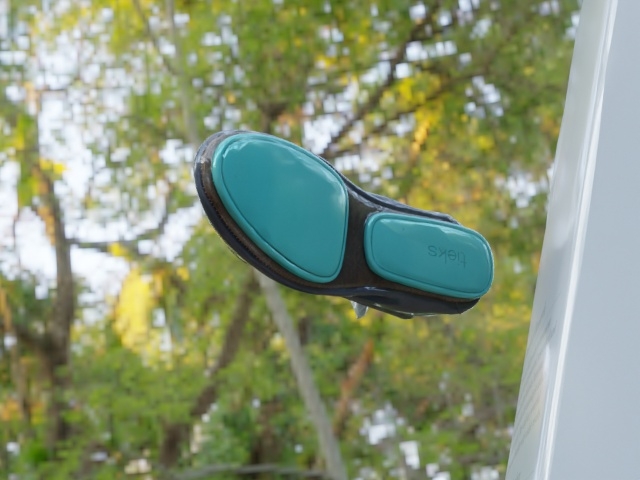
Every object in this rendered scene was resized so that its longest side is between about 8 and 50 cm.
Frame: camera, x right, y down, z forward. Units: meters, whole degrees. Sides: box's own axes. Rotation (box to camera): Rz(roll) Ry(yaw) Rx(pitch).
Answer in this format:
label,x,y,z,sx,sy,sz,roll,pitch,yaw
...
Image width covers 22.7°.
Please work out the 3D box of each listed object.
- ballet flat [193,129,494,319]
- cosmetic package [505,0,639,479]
label,x,y,z,sx,sy,sz,roll,pitch,yaw
ballet flat,0.000,0.000,0.804,0.203,0.074,0.074,19,-35,-40
cosmetic package,0.193,0.044,0.645,0.217,0.385,0.156,12,-21,4
